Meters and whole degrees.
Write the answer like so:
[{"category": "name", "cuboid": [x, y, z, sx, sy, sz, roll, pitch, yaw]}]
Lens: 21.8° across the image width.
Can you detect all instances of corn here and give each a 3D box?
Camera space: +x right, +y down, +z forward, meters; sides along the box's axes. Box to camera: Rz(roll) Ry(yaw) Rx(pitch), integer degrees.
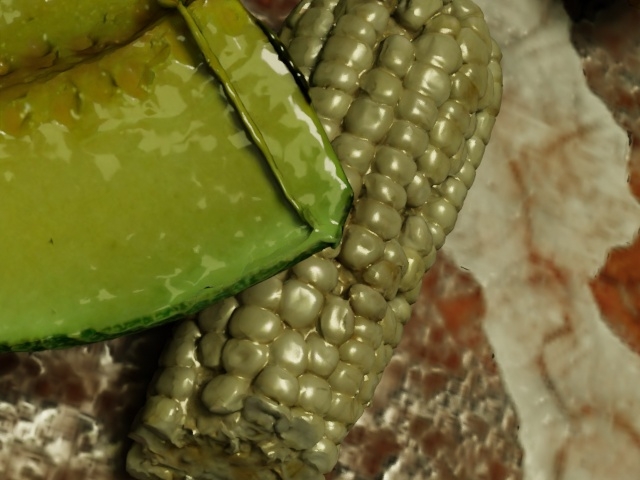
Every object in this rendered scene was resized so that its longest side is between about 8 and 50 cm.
[{"category": "corn", "cuboid": [0.000, 0.000, 0.572, 0.087, 0.087, 0.211, 30, 66, -18]}]

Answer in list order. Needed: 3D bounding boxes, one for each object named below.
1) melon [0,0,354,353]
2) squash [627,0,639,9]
[{"category": "melon", "cuboid": [-0.130, -0.075, 0.513, 0.169, 0.129, 0.265, -34, 98, -6]}, {"category": "squash", "cuboid": [0.129, -0.182, 0.659, 0.123, 0.123, 0.187, -2, 79, -27]}]
